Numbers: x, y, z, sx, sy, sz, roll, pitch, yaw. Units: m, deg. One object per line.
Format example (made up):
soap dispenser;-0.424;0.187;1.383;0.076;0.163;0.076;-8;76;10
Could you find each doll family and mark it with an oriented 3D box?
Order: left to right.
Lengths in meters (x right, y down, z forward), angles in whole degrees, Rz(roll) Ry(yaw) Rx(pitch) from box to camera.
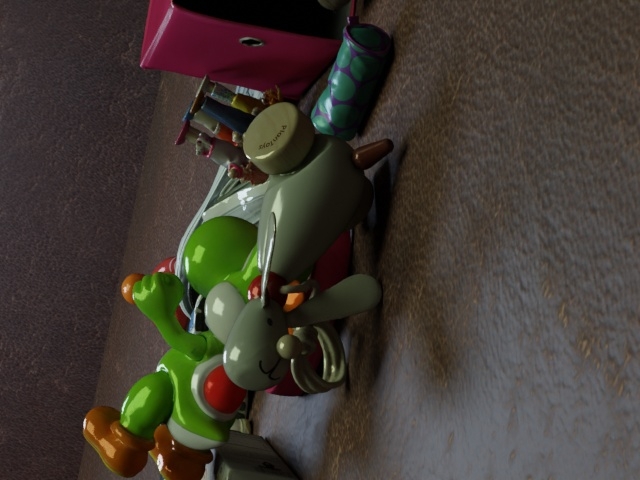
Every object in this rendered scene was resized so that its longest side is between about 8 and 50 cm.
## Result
doll family;-0.103;-0.166;1.953;0.118;0.163;0.263;-62;9;14

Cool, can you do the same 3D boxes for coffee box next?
coffee box;-0.110;0.342;1.807;0.246;0.098;0.141;-161;83;-75

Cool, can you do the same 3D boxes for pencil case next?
pencil case;0.035;-0.195;1.690;0.070;0.064;0.152;58;142;32

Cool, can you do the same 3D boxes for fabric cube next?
fabric cube;-0.101;-0.375;1.959;0.258;0.254;0.259;144;134;-69

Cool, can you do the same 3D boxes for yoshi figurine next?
yoshi figurine;-0.145;0.117;1.711;0.362;0.203;0.203;-55;-2;16

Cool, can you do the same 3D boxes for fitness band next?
fitness band;-0.023;0.065;1.774;0.209;0.054;0.291;-105;28;-54

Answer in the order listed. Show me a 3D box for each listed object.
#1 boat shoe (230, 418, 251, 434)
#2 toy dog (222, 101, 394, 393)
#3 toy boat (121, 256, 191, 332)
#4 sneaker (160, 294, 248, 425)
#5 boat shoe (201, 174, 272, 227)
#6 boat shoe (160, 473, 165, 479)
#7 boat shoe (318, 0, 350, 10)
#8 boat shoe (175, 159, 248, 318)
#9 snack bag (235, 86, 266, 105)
boat shoe;-0.147;0.341;2.030;0.063;0.059;0.170;-150;71;-75
toy dog;0.000;0.000;1.518;0.161;0.220;0.334;-16;69;39
toy boat;-0.300;0.098;2.599;0.231;0.151;0.151;180;100;-75
sneaker;-0.151;0.177;2.092;0.147;0.130;0.330;-78;7;-68
boat shoe;-0.080;-0.053;2.001;0.227;0.081;0.079;-25;15;45
boat shoe;-0.216;0.374;2.217;0.254;0.095;0.079;158;110;-83
boat shoe;0.026;-0.461;1.822;0.097;0.116;0.324;135;137;-61
boat shoe;-0.149;-0.007;2.150;0.119;0.121;0.335;-102;28;-65
snack bag;-0.099;-0.288;2.278;0.342;0.037;0.323;125;156;-65
